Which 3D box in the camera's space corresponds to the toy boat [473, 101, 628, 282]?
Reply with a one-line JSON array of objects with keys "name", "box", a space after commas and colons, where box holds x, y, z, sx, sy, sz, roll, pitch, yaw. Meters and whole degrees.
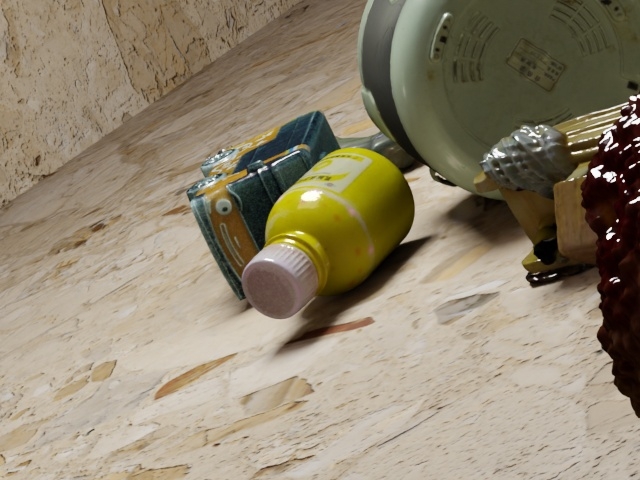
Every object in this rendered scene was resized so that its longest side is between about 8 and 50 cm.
[{"name": "toy boat", "box": [0.307, -0.059, 1.478, 0.445, 0.136, 0.162, -14, 24, 43]}]

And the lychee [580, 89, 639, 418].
[{"name": "lychee", "box": [0.286, 0.002, 1.091, 0.271, 0.271, 0.271, -27, 13, 7]}]

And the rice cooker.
[{"name": "rice cooker", "box": [0.186, -0.189, 1.898, 0.288, 0.288, 0.277, -28, 13, -2]}]

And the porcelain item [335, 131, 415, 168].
[{"name": "porcelain item", "box": [0.080, -0.116, 2.285, 0.216, 0.069, 0.081, -18, 4, 41]}]

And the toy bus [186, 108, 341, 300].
[{"name": "toy bus", "box": [-0.047, -0.045, 2.134, 0.167, 0.138, 0.275, -24, 11, 11]}]

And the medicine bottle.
[{"name": "medicine bottle", "box": [0.000, 0.000, 1.887, 0.122, 0.121, 0.212, -18, 16, 37]}]
